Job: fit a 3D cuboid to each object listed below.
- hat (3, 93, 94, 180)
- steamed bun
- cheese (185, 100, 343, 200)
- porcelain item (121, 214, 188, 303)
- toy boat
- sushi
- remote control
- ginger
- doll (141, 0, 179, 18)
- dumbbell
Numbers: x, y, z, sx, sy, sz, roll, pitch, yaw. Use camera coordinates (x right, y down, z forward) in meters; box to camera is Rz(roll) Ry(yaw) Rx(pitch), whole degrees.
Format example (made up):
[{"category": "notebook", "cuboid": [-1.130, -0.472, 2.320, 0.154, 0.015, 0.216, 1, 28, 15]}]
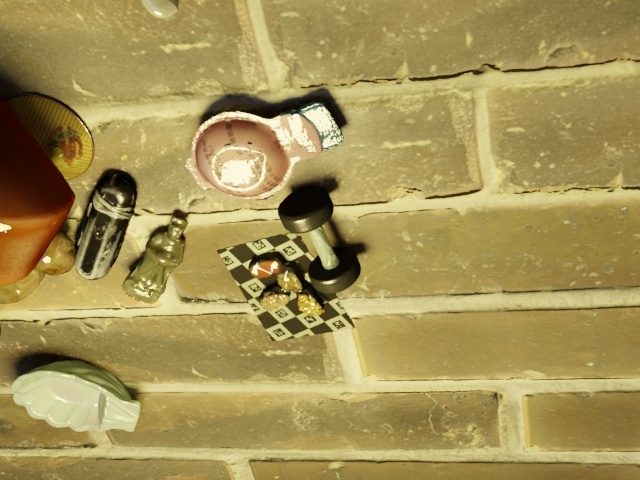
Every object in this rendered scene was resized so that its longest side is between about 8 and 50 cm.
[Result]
[{"category": "hat", "cuboid": [-0.509, -0.161, 1.669, 0.193, 0.082, 0.193, 6, 134, 6]}, {"category": "steamed bun", "cuboid": [-0.623, -0.101, 1.564, 0.379, 0.248, 0.235, 49, 127, 8]}, {"category": "cheese", "cuboid": [-0.101, -0.155, 1.600, 0.286, 0.074, 0.189, -21, 125, 22]}, {"category": "porcelain item", "cuboid": [-0.309, 0.032, 1.821, 0.081, 0.069, 0.215, 30, 125, -10]}, {"category": "toy boat", "cuboid": [-0.549, 0.348, 2.123, 0.290, 0.100, 0.199, 19, 133, -5]}, {"category": "sushi", "cuboid": [-0.070, 0.112, 1.855, 0.193, 0.043, 0.279, -12, 128, 21]}, {"category": "remote control", "cuboid": [-0.418, -0.019, 1.788, 0.090, 0.066, 0.266, 21, 132, -11]}, {"category": "ginger", "cuboid": [-0.630, 0.014, 1.797, 0.304, 0.155, 0.244, 25, 125, -11]}, {"category": "doll", "cuboid": [-0.291, -0.445, 1.336, 0.237, 0.111, 0.252, 29, 156, -9]}, {"category": "dumbbell", "cuboid": [0.000, 0.000, 1.702, 0.100, 0.100, 0.191, -10, 129, 19]}]
